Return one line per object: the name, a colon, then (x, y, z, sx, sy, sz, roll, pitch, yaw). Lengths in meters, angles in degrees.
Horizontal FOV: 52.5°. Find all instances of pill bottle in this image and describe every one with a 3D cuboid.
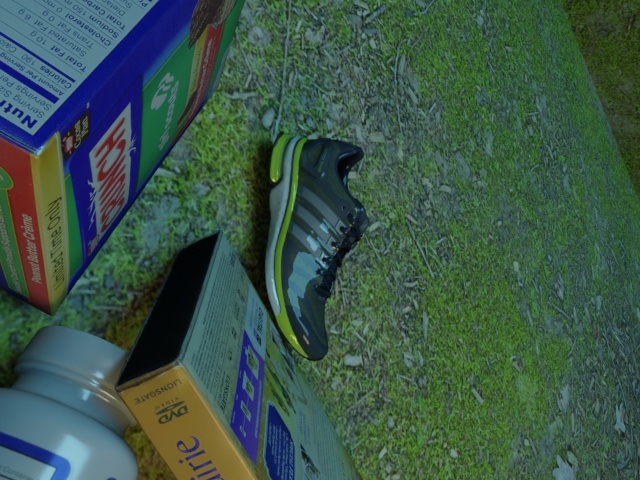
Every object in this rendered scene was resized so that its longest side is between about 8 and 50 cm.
pill bottle: (-0.234, 0.208, 0.490, 0.152, 0.152, 0.272, 47, 48, -33)

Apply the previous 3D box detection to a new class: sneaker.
sneaker: (0.000, 0.000, 0.820, 0.111, 0.121, 0.300, 37, 51, -72)

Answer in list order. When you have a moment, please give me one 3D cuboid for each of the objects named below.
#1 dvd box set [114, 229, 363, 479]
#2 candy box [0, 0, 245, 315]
dvd box set: (-0.040, 0.221, 0.667, 0.420, 0.062, 0.307, 63, 7, -19)
candy box: (-0.178, -0.133, 0.528, 0.122, 0.268, 0.317, 31, 59, -4)
